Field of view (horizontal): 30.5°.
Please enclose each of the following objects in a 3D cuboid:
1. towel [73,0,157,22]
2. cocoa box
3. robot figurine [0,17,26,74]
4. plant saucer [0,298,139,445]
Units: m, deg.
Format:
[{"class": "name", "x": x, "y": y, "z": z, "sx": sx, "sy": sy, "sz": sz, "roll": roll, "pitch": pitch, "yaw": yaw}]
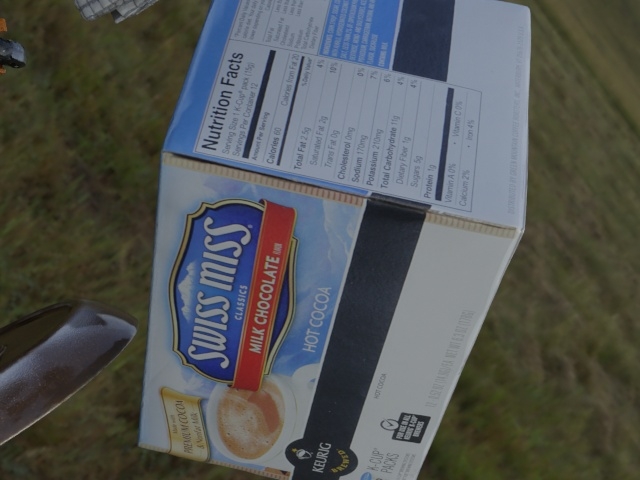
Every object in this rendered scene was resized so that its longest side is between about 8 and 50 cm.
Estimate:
[{"class": "towel", "x": -0.233, "y": -0.436, "z": 1.517, "sx": 0.121, "sy": 0.283, "sz": 0.235, "roll": -36, "pitch": 101, "yaw": -54}, {"class": "cocoa box", "x": 0.000, "y": 0.000, "z": 0.885, "sx": 0.347, "sy": 0.228, "sz": 0.231, "roll": 104, "pitch": -2, "yaw": -48}, {"class": "robot figurine", "x": -0.417, "y": -0.194, "z": 1.088, "sx": 0.291, "sy": 0.211, "sz": 0.085, "roll": 1, "pitch": 86, "yaw": -59}, {"class": "plant saucer", "x": -0.306, "y": 0.134, "z": 1.036, "sx": 0.050, "sy": 0.310, "sz": 0.310, "roll": 62, "pitch": 9, "yaw": -12}]
